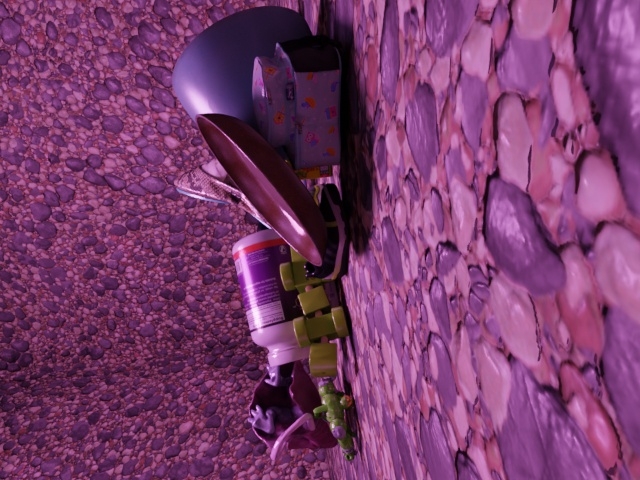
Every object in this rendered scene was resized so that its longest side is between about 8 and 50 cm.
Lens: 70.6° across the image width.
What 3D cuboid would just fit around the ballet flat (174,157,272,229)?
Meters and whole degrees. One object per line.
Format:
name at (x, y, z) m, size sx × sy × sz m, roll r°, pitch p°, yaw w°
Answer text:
ballet flat at (-0.206, -0.157, 1.312) m, size 0.164 × 0.482 × 0.182 m, roll -34°, pitch -36°, yaw -60°

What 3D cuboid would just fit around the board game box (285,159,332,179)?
board game box at (-0.034, -0.168, 1.014) m, size 0.181 × 0.092 × 0.043 m, roll -118°, pitch 22°, yaw -75°

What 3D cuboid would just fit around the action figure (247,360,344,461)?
action figure at (-0.015, 0.472, 1.226) m, size 0.370 × 0.248 × 0.275 m, roll 48°, pitch 169°, yaw -34°

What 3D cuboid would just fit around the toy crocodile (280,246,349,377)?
toy crocodile at (-0.012, 0.135, 1.019) m, size 0.105 × 0.115 × 0.341 m, roll 70°, pitch -176°, yaw -63°

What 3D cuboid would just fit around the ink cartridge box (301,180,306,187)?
ink cartridge box at (-0.208, -0.230, 1.793) m, size 0.395 × 0.269 × 0.151 m, roll 154°, pitch 110°, yaw -84°

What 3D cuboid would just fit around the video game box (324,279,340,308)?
video game box at (0.012, 0.141, 1.196) m, size 0.205 × 0.048 × 0.187 m, roll 96°, pitch 163°, yaw -68°

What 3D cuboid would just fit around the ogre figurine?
ogre figurine at (0.035, 0.415, 1.085) m, size 0.118 × 0.096 × 0.197 m, roll 71°, pitch -162°, yaw -54°

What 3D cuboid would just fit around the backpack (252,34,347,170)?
backpack at (-0.030, -0.204, 0.703) m, size 0.166 × 0.144 × 0.189 m, roll -116°, pitch 12°, yaw -57°

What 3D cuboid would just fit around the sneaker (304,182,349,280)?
sneaker at (0.000, 0.000, 0.863) m, size 0.084 × 0.097 × 0.235 m, roll -104°, pitch 9°, yaw -48°

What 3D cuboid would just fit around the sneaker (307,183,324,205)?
sneaker at (-0.040, -0.069, 1.052) m, size 0.300 × 0.121 × 0.111 m, roll -127°, pitch 30°, yaw -79°

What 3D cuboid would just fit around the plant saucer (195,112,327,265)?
plant saucer at (-0.086, -0.089, 0.746) m, size 0.310 × 0.050 × 0.310 m, roll 46°, pitch 170°, yaw 11°

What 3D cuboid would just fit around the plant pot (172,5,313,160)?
plant pot at (-0.107, -0.263, 0.873) m, size 0.196 × 0.290 × 0.290 m, roll 63°, pitch 171°, yaw 8°

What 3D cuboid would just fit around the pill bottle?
pill bottle at (-0.104, 0.142, 1.144) m, size 0.181 × 0.181 × 0.323 m, roll 106°, pitch 149°, yaw -76°

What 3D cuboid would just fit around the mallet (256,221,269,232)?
mallet at (-0.097, -0.019, 1.344) m, size 0.062 × 0.189 × 0.039 m, roll -81°, pitch 1°, yaw -58°

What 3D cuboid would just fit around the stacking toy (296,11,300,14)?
stacking toy at (-0.086, -0.403, 1.175) m, size 0.141 × 0.141 × 0.331 m, roll -107°, pitch 4°, yaw -60°
